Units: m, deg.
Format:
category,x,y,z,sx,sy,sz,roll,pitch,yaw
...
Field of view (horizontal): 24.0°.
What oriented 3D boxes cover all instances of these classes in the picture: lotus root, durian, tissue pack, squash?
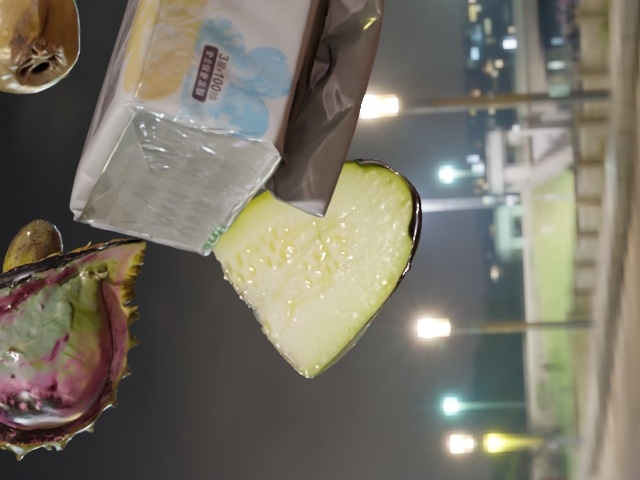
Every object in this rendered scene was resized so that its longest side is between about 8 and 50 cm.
category,x,y,z,sx,sy,sz,roll,pitch,yaw
lotus root,-0.286,0.012,1.513,0.054,0.049,0.099,51,-149,-27
durian,-0.189,0.079,0.920,0.119,0.187,0.108,-10,105,60
tissue pack,-0.040,-0.120,0.881,0.159,0.145,0.229,130,155,-60
squash,0.000,0.000,1.721,0.237,0.204,0.155,54,162,26
lotus root,-0.397,-0.310,1.815,0.169,0.151,0.342,31,-159,-50
